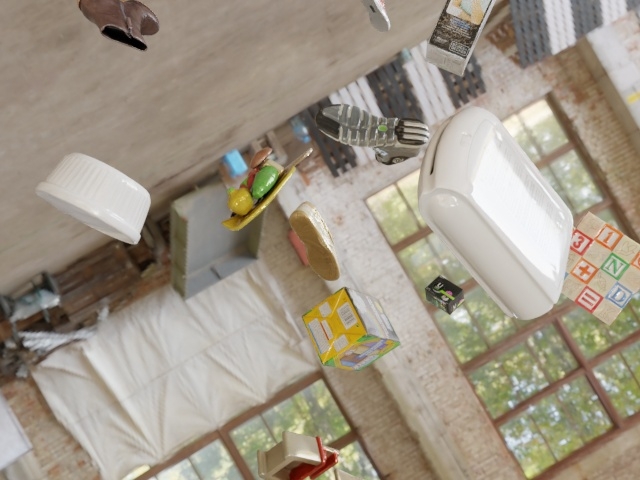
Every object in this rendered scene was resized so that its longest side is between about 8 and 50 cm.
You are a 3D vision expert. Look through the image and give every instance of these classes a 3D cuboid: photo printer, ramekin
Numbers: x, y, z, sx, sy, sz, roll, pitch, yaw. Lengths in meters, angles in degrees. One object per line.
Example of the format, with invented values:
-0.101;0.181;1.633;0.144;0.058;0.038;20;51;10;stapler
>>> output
0.285;-0.058;1.214;0.107;0.307;0.256;-26;-154;41;photo printer
-0.543;-0.107;1.807;0.127;0.273;0.273;-64;-172;-13;ramekin

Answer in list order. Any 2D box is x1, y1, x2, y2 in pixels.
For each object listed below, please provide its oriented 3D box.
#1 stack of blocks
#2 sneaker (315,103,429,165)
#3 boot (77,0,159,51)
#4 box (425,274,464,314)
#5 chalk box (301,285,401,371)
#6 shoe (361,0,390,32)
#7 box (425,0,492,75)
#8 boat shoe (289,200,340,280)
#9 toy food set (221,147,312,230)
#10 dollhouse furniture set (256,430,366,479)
0.533;0.022;1.564;0.171;0.297;0.087;-56;165;9;stack of blocks
0.099;-0.201;1.503;0.229;0.086;0.132;12;159;2;sneaker
-0.448;-0.495;1.722;0.090;0.207;0.248;-48;147;19;boot
0.326;0.143;1.938;0.062;0.083;0.052;-40;140;-21;box
0.082;0.208;1.682;0.132;0.132;0.213;-37;149;18;chalk box
0.184;-0.747;2.336;0.064;0.178;0.081;8;-116;34;shoe
0.317;-0.503;1.523;0.169;0.087;0.289;-12;127;-82;box
0.000;0.000;1.393;0.063;0.170;0.059;-6;-145;29;boat shoe
-0.115;-0.107;1.327;0.128;0.071;0.218;-31;-162;43;toy food set
-0.016;0.449;1.193;0.262;0.135;0.259;-41;-143;25;dollhouse furniture set
